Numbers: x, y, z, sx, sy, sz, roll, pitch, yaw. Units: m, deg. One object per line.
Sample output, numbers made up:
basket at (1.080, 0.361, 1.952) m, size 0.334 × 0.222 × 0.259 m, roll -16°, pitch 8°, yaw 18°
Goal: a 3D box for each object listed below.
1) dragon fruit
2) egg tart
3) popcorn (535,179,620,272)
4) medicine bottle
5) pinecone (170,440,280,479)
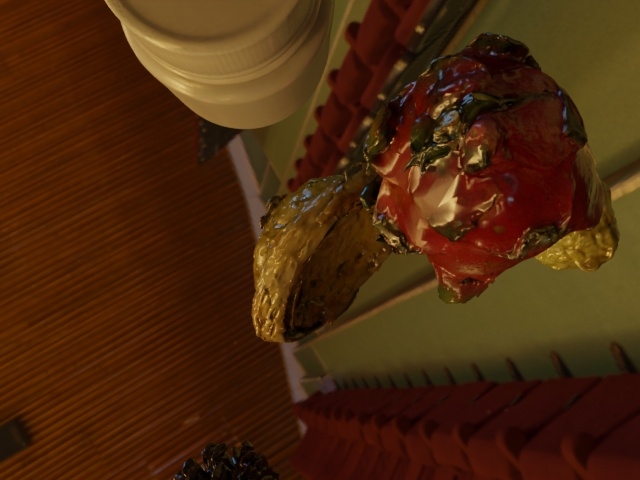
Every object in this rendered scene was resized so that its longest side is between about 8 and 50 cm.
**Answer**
dragon fruit at (0.106, -0.050, 0.611) m, size 0.269 × 0.200 × 0.198 m, roll -17°, pitch 68°, yaw 51°
egg tart at (0.000, 0.000, 0.949) m, size 0.107 × 0.291 × 0.290 m, roll 37°, pitch 158°, yaw 24°
popcorn at (0.492, -0.046, 1.449) m, size 0.235 × 0.181 × 0.216 m, roll -90°, pitch -21°, yaw -50°
medicine bottle at (-0.061, -0.153, 0.472) m, size 0.139 × 0.139 × 0.237 m, roll 59°, pitch -179°, yaw -1°
pinecone at (-0.110, 0.289, 0.793) m, size 0.121 × 0.140 × 0.140 m, roll -10°, pitch 117°, yaw 31°
